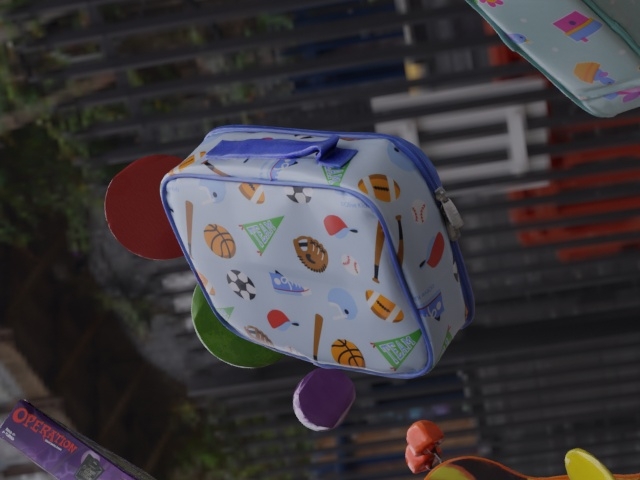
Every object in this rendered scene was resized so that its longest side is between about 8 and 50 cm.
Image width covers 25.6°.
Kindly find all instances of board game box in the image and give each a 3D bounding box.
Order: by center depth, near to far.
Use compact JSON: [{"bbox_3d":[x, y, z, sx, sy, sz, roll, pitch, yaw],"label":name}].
[{"bbox_3d":[-0.172,0.271,1.436,0.056,0.208,0.347,-52,-23,-8],"label":"board game box"}]

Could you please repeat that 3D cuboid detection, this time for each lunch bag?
[{"bbox_3d":[0.220,-0.258,1.175,0.279,0.108,0.224,37,-120,-34],"label":"lunch bag"},{"bbox_3d":[0.000,0.000,1.336,0.115,0.303,0.243,-45,-54,-38],"label":"lunch bag"}]

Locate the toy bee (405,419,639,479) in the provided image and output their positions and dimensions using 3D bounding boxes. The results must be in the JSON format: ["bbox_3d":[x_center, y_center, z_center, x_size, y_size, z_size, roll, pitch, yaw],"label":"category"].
[{"bbox_3d":[0.114,0.165,0.776,0.195,0.298,0.162,123,138,-50],"label":"toy bee"}]

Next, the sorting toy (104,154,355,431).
[{"bbox_3d":[-0.104,0.072,1.578,0.365,0.127,0.126,48,160,4],"label":"sorting toy"}]
